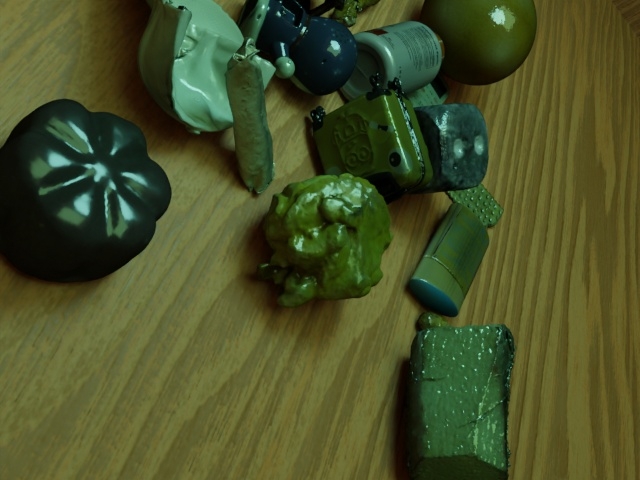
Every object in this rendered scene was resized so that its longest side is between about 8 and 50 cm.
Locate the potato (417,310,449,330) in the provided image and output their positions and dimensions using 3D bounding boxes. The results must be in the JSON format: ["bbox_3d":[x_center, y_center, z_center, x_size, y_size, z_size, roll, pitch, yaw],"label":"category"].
[{"bbox_3d":[0.234,0.176,1.353,0.083,0.040,0.051,33,65,-27],"label":"potato"}]

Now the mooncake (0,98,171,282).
[{"bbox_3d":[-0.325,-0.066,0.888,0.244,0.133,0.245,28,49,-36],"label":"mooncake"}]

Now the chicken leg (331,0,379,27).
[{"bbox_3d":[0.095,-0.573,1.533,0.107,0.087,0.252,48,51,-27],"label":"chicken leg"}]

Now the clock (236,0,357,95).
[{"bbox_3d":[-0.041,-0.384,1.283,0.243,0.146,0.200,28,50,-22],"label":"clock"}]

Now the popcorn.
[{"bbox_3d":[0.000,0.000,1.135,0.266,0.192,0.233,-43,120,-20],"label":"popcorn"}]

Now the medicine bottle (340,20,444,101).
[{"bbox_3d":[0.169,-0.402,1.469,0.288,0.157,0.157,-31,94,-46],"label":"medicine bottle"}]

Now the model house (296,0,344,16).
[{"bbox_3d":[-0.014,-0.666,1.329,0.297,0.282,0.317,28,55,-31],"label":"model house"}]

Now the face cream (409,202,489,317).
[{"bbox_3d":[0.289,0.045,1.442,0.139,0.067,0.285,49,45,-13],"label":"face cream"}]

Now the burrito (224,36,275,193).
[{"bbox_3d":[-0.115,-0.202,1.093,0.275,0.059,0.082,85,21,-46],"label":"burrito"}]

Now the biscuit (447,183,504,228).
[{"bbox_3d":[0.378,-0.104,1.629,0.203,0.016,0.144,47,47,-16],"label":"biscuit"}]

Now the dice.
[{"bbox_3d":[0.239,-0.193,1.395,0.183,0.182,0.182,-12,101,-44],"label":"dice"}]

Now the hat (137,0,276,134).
[{"bbox_3d":[-0.242,-0.327,1.087,0.301,0.168,0.257,52,16,22],"label":"hat"}]

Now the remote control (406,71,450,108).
[{"bbox_3d":[0.236,-0.329,1.583,0.090,0.038,0.309,53,45,-11],"label":"remote control"}]

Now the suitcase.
[{"bbox_3d":[0.105,-0.180,1.285,0.143,0.193,0.235,-4,75,-54],"label":"suitcase"}]

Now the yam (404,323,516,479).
[{"bbox_3d":[0.258,0.316,1.204,0.202,0.202,0.271,71,23,-49],"label":"yam"}]

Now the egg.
[{"bbox_3d":[0.394,-0.538,1.639,0.282,0.282,0.351,29,33,-30],"label":"egg"}]
